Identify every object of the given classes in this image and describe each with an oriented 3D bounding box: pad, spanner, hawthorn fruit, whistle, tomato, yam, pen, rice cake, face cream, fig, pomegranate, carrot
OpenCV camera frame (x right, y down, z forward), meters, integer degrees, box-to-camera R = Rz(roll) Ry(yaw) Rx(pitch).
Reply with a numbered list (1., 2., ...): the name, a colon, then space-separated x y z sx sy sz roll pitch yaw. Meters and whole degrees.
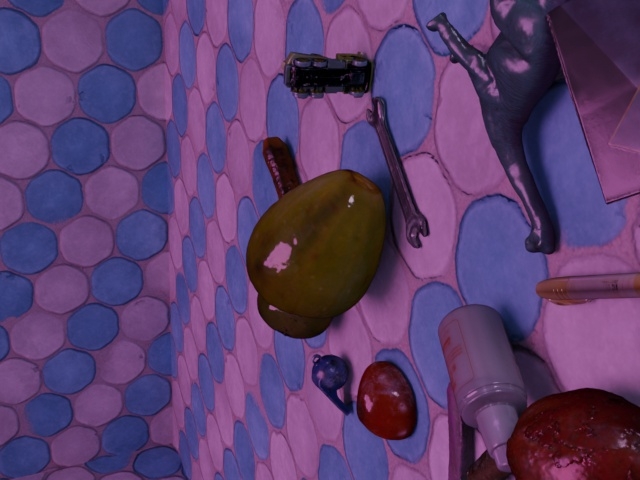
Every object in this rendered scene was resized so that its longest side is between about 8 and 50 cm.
1. pad: 0.350 -0.177 0.820 0.163 0.004 0.243 -22 74 38
2. spanner: 0.138 -0.127 1.390 0.071 0.017 0.302 128 130 -58
3. hawthorn fruit: 0.331 0.252 0.885 0.235 0.181 0.181 -39 60 49
4. whistle: 0.032 0.310 1.699 0.158 0.090 0.090 48 166 -21
5. tomato: 0.112 0.316 1.484 0.159 0.091 0.139 -120 33 -45
6. yam: 0.290 0.307 1.120 0.274 0.061 0.061 113 142 -51
7. pen: 0.351 0.062 0.942 0.040 0.032 0.233 61 157 -8
8. rice cake: 0.235 0.337 1.278 0.047 0.036 0.207 13 108 55
9. face cream: 0.238 0.213 1.073 0.252 0.101 0.101 -96 16 -46
10. fig: 0.000 0.000 1.462 0.326 0.258 0.258 -58 43 37
11. pomegranate: -0.048 0.119 1.704 0.179 0.179 0.211 35 116 59
12. carrot: -0.077 -0.107 1.820 0.066 0.066 0.314 127 131 -58

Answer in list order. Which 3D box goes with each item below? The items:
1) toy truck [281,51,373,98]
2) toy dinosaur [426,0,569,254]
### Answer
1. toy truck: 0.007 -0.323 1.448 0.100 0.168 0.077 -121 30 -54
2. toy dinosaur: 0.289 -0.203 0.956 0.331 0.129 0.383 60 148 21
